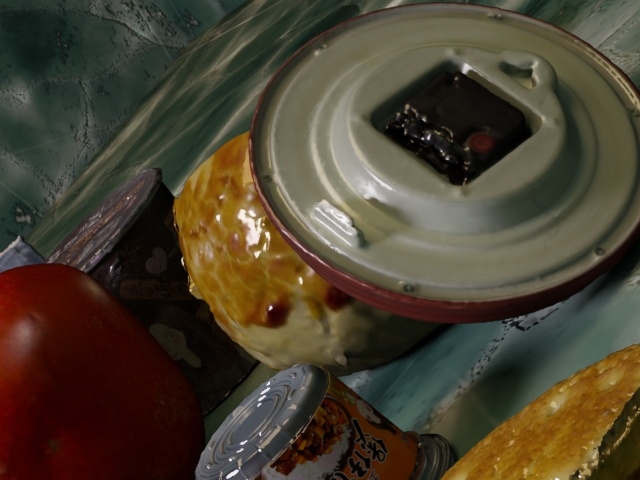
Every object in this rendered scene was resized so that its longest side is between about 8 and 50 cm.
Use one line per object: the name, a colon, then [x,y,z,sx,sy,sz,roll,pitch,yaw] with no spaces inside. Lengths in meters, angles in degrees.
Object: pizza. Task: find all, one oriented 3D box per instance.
pizza: [0.130,0.165,1.194,0.292,0.058,0.197,-41,15,22]

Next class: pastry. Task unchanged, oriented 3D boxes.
pastry: [0.003,0.024,1.655,0.256,0.237,0.170,-24,52,48]

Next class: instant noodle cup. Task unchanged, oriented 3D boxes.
instant noodle cup: [-0.173,0.069,2.032,0.217,0.207,0.217,-42,14,13]
instant noodle cup: [-0.008,0.170,1.430,0.177,0.125,0.208,-49,15,-22]

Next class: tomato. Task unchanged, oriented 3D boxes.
tomato: [-0.268,0.185,1.768,0.325,0.293,0.290,-34,10,-23]

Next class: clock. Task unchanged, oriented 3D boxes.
clock: [0.103,-0.072,1.514,0.318,0.318,0.080,-54,-23,-34]

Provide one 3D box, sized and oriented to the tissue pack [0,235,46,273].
tissue pack: [-0.299,0.135,2.144,0.173,0.235,0.073,-49,8,-24]
